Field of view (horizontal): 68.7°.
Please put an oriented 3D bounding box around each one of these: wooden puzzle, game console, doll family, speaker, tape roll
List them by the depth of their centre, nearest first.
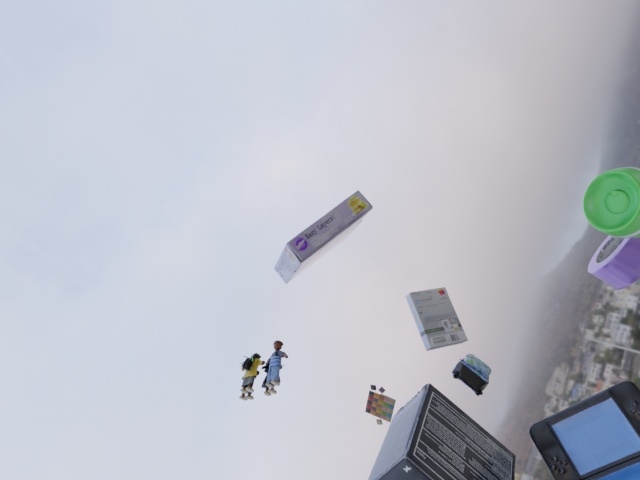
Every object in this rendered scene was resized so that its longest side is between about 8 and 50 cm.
[{"bbox_3d":[0.108,0.297,0.842,0.006,0.049,0.083,-37,-41,-58],"label":"wooden puzzle"},{"bbox_3d":[0.627,-0.063,0.847,0.297,0.131,0.131,2,-81,-22],"label":"speaker"},{"bbox_3d":[0.649,0.493,1.075,0.293,0.250,0.173,-39,-38,22],"label":"game console"},{"bbox_3d":[-0.141,0.317,1.152,0.076,0.193,0.111,47,-143,-34],"label":"doll family"},{"bbox_3d":[0.802,0.031,1.229,0.189,0.080,0.189,-51,-14,-17],"label":"tape roll"}]

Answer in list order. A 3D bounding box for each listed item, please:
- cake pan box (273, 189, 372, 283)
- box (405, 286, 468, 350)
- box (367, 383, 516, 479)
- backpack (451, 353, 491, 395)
[{"bbox_3d":[0.000,0.000,1.259,0.246,0.267,0.070,-35,-97,-19],"label":"cake pan box"},{"bbox_3d":[0.368,0.246,1.489,0.145,0.038,0.186,-6,-117,-25],"label":"box"},{"bbox_3d":[0.301,0.574,1.153,0.182,0.296,0.294,-55,-9,26],"label":"box"},{"bbox_3d":[0.455,0.392,1.395,0.084,0.105,0.114,-56,-21,6],"label":"backpack"}]
